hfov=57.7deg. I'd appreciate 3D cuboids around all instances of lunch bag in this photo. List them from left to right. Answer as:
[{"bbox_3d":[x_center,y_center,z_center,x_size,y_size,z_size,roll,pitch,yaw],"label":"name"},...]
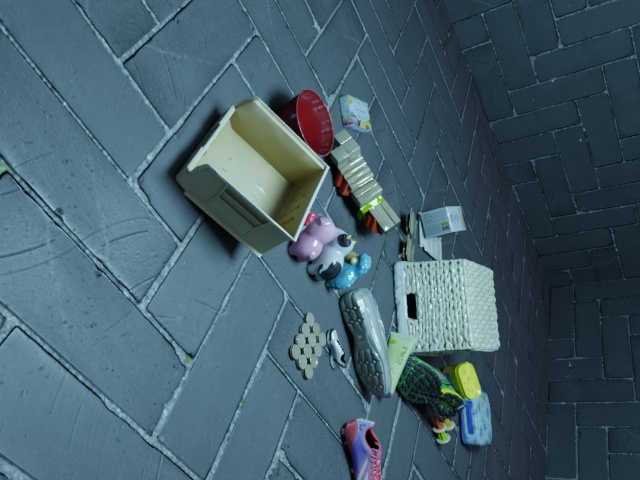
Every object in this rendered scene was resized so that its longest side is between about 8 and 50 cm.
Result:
[{"bbox_3d":[0.627,0.718,2.357,0.176,0.090,0.219,21,63,-56],"label":"lunch bag"}]

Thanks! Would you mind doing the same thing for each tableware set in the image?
[{"bbox_3d":[0.319,-0.014,2.131,0.128,0.039,0.194,52,44,-62],"label":"tableware set"}]

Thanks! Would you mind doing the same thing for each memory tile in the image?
[{"bbox_3d":[-0.031,0.271,1.495,0.113,0.012,0.148,60,35,-29],"label":"memory tile"}]

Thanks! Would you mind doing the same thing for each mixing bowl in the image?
[{"bbox_3d":[-0.052,-0.305,1.558,0.181,0.098,0.181,25,60,-54],"label":"mixing bowl"}]

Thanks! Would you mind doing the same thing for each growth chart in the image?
[{"bbox_3d":[0.448,-0.002,2.358,0.237,0.021,0.172,40,48,-47],"label":"growth chart"}]

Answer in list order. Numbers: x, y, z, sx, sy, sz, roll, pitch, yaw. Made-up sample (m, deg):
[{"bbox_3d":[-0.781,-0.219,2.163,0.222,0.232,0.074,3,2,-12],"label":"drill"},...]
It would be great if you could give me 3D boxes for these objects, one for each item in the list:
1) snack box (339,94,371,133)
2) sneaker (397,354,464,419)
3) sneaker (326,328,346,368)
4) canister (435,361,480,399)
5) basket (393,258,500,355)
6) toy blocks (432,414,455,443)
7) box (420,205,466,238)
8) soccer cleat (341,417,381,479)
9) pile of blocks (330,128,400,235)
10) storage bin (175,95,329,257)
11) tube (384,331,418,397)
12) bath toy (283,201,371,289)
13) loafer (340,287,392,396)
[{"bbox_3d":[0.118,-0.418,1.930,0.141,0.037,0.100,0,79,-59],"label":"snack box"},{"bbox_3d":[0.347,0.481,1.974,0.343,0.134,0.146,45,8,-34],"label":"sneaker"},{"bbox_3d":[0.047,0.293,1.586,0.040,0.043,0.109,-4,82,-57],"label":"sneaker"},{"bbox_3d":[0.487,0.512,2.102,0.073,0.170,0.126,-13,81,-27],"label":"canister"},{"bbox_3d":[0.445,0.238,2.046,0.331,0.266,0.328,17,67,-54],"label":"basket"},{"bbox_3d":[0.433,0.637,2.100,0.123,0.054,0.148,-44,118,-55],"label":"toy blocks"},{"bbox_3d":[0.495,-0.075,2.328,0.203,0.114,0.103,-7,83,-60],"label":"box"},{"bbox_3d":[0.132,0.600,1.578,0.083,0.095,0.248,-30,106,-58],"label":"soccer cleat"},{"bbox_3d":[0.109,-0.157,1.796,0.112,0.149,0.362,-33,104,-12],"label":"pile of blocks"},{"bbox_3d":[-0.143,-0.147,1.286,0.260,0.123,0.262,43,44,-21],"label":"storage bin"},{"bbox_3d":[0.231,0.382,1.830,0.070,0.062,0.240,41,45,-8],"label":"tube"},{"bbox_3d":[0.000,0.000,1.520,0.348,0.129,0.151,41,48,-45],"label":"bath toy"},{"bbox_3d":[0.151,0.292,1.690,0.111,0.112,0.319,-18,96,-50],"label":"loafer"}]
